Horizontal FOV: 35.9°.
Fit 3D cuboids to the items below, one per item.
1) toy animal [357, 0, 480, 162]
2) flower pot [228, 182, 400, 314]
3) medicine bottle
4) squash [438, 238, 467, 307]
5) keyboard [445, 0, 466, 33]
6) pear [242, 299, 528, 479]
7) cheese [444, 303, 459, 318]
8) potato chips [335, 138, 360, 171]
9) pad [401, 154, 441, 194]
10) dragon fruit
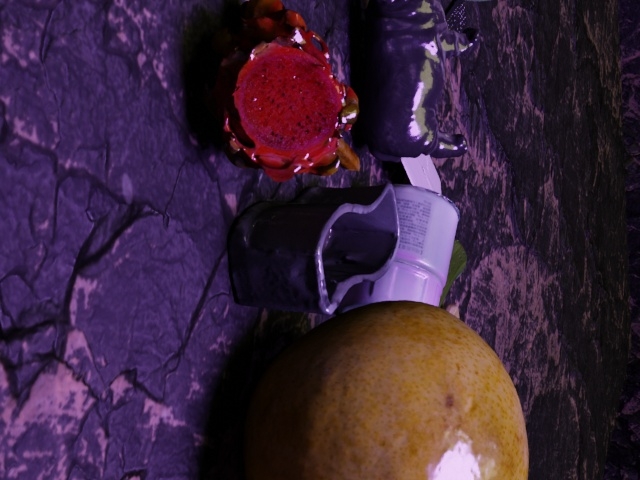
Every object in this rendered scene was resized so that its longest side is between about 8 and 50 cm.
[{"bbox_3d":[0.110,-0.269,1.255,0.168,0.106,0.343,-16,107,-27],"label":"toy animal"},{"bbox_3d":[0.000,0.000,1.075,0.229,0.108,0.103,-31,120,-62],"label":"flower pot"},{"bbox_3d":[0.099,0.027,1.260,0.135,0.135,0.168,51,47,-56],"label":"medicine bottle"},{"bbox_3d":[0.171,0.051,1.497,0.077,0.068,0.219,63,33,-10],"label":"squash"},{"bbox_3d":[0.205,-0.334,1.594,0.202,0.011,0.067,-56,142,-47],"label":"keyboard"},{"bbox_3d":[0.074,0.209,1.041,0.304,0.304,0.303,3,90,-65],"label":"pear"},{"bbox_3d":[0.217,0.145,1.651,0.044,0.030,0.083,-70,156,-46],"label":"cheese"},{"bbox_3d":[0.003,-0.118,1.165,0.204,0.026,0.037,22,76,-65],"label":"potato chips"},{"bbox_3d":[0.149,-0.100,1.442,0.232,0.004,0.156,59,24,-46],"label":"pad"},{"bbox_3d":[-0.045,-0.154,0.944,0.150,0.133,0.207,118,-37,-53],"label":"dragon fruit"}]
